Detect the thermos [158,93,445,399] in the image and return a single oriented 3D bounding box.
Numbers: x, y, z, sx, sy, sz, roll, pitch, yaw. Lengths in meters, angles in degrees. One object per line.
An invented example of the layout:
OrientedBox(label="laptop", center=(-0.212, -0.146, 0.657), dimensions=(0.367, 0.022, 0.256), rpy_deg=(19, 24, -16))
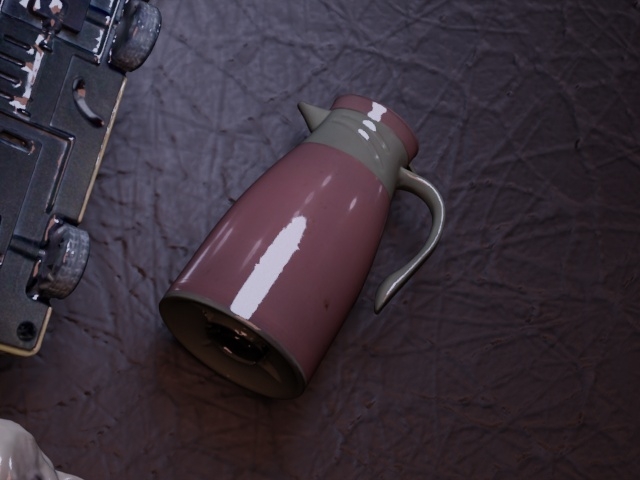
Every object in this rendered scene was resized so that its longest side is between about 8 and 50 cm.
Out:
OrientedBox(label="thermos", center=(0.000, 0.000, 1.624), dimensions=(0.176, 0.146, 0.265), rpy_deg=(33, 66, 4))

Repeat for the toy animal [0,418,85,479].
OrientedBox(label="toy animal", center=(-0.338, 0.244, 1.446), dimensions=(0.188, 0.266, 0.308), rpy_deg=(42, 60, -19))

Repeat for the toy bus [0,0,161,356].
OrientedBox(label="toy bus", center=(-0.278, -0.093, 1.549), dimensions=(0.177, 0.202, 0.365), rpy_deg=(24, 74, -25))
